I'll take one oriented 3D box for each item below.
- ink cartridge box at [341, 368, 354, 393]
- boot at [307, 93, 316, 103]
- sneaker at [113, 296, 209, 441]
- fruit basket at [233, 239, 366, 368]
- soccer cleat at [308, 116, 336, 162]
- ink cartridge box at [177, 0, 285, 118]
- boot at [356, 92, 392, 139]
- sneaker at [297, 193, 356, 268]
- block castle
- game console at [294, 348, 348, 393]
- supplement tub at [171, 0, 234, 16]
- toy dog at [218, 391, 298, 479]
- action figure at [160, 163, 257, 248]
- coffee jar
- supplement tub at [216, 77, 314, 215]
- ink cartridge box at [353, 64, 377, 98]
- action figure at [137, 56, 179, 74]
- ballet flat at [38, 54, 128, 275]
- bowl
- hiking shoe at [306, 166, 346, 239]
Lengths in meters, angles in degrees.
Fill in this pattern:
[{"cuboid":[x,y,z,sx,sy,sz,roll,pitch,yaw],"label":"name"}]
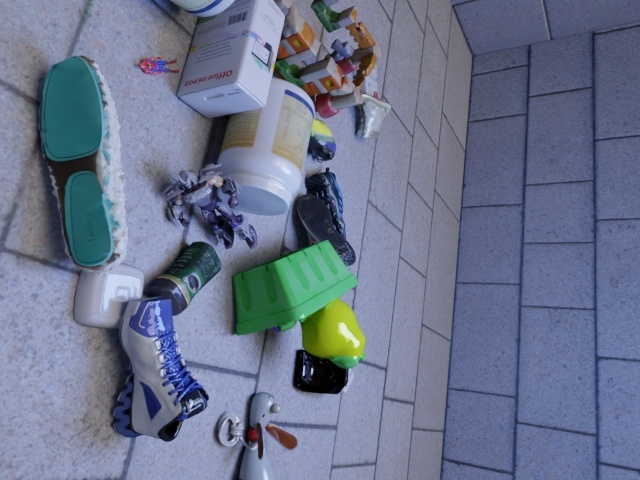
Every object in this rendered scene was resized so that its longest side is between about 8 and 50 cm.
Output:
[{"cuboid":[0.094,0.431,1.874,0.225,0.056,0.181,-51,131,-45],"label":"ink cartridge box"},{"cuboid":[0.021,-0.506,1.783,0.219,0.082,0.106,-6,104,-49],"label":"boot"},{"cuboid":[-0.316,0.280,1.038,0.127,0.182,0.316,-8,106,-66],"label":"sneaker"},{"cuboid":[-0.034,0.210,1.444,0.392,0.282,0.392,30,50,-45],"label":"fruit basket"},{"cuboid":[-0.034,-0.383,1.673,0.289,0.093,0.121,47,39,-49],"label":"soccer cleat"},{"cuboid":[-0.222,-0.465,1.248,0.117,0.201,0.278,34,61,-53],"label":"ink cartridge box"},{"cuboid":[0.176,-0.503,1.999,0.213,0.077,0.165,10,110,-35],"label":"boot"},{"cuboid":[0.000,0.000,1.678,0.123,0.178,0.296,-22,70,-28],"label":"sneaker"},{"cuboid":[-0.029,-0.627,1.537,0.453,0.212,0.303,43,57,-39],"label":"block castle"},{"cuboid":[0.015,0.340,1.710,0.213,0.044,0.362,18,69,-38],"label":"game console"},{"cuboid":[-0.327,-0.657,1.052,0.324,0.235,0.236,12,79,-58],"label":"supplement tub"},{"cuboid":[-0.148,0.608,1.362,0.220,0.160,0.334,-10,98,-59],"label":"toy dog"},{"cuboid":[-0.262,-0.080,1.209,0.285,0.185,0.099,53,27,-51],"label":"action figure"},{"cuboid":[-0.320,0.090,1.180,0.184,0.079,0.096,-54,135,-46],"label":"coffee jar"},{"cuboid":[-0.149,-0.247,1.334,0.228,0.228,0.316,36,59,-52],"label":"supplement tub"},{"cuboid":[0.188,-0.663,2.063,0.109,0.063,0.151,-4,92,-58],"label":"ink cartridge box"},{"cuboid":[-0.379,-0.408,1.157,0.115,0.030,0.038,-29,118,-53],"label":"action figure"},{"cuboid":[-0.445,-0.136,0.959,0.147,0.146,0.409,-4,88,-59],"label":"ballet flat"},{"cuboid":[-0.428,0.113,1.029,0.142,0.053,0.142,22,71,-56],"label":"bowl"},{"cuboid":[0.048,-0.101,1.761,0.132,0.113,0.304,-35,118,-53],"label":"hiking shoe"}]
